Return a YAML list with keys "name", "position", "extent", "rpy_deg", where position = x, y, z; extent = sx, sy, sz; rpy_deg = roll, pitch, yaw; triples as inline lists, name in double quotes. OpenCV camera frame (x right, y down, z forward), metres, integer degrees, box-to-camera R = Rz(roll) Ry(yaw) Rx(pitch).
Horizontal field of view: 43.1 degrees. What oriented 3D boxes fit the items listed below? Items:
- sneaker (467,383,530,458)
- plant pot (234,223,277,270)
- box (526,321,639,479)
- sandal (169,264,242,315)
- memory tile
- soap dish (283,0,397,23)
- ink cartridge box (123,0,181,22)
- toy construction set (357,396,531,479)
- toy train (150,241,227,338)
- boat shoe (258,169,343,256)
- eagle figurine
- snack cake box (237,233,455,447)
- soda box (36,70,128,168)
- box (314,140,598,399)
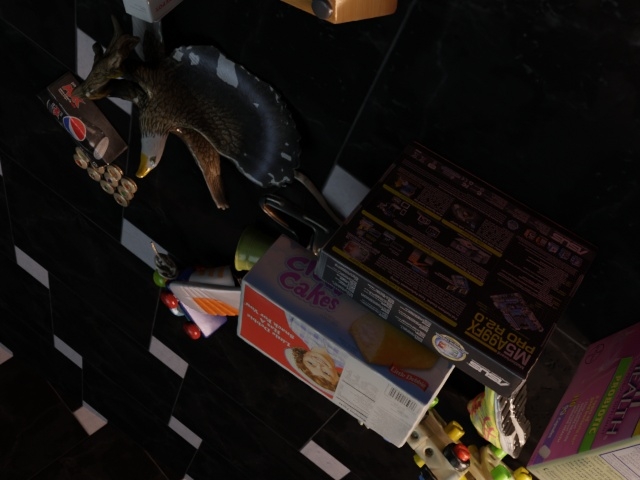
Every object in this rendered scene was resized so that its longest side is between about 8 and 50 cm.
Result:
- name: "sneaker"
  position: [0.273, 0.271, 1.293]
  extent: [0.094, 0.081, 0.208]
  rpy_deg: [20, 144, 34]
- name: "plant pot"
  position: [-0.093, 0.023, 1.386]
  extent: [0.079, 0.083, 0.083]
  rpy_deg: [17, 144, 13]
- name: "box"
  position: [0.390, 0.199, 0.944]
  extent: [0.117, 0.213, 0.243]
  rpy_deg: [40, 149, -1]
- name: "sandal"
  position: [-0.155, 0.092, 1.547]
  extent: [0.265, 0.076, 0.102]
  rpy_deg: [3, 146, 16]
- name: "memory tile"
  position: [-0.427, -0.133, 1.599]
  extent: [0.148, 0.012, 0.113]
  rpy_deg: [44, 149, -5]
- name: "soap dish"
  position: [-0.053, -0.359, 0.804]
  extent: [0.291, 0.118, 0.229]
  rpy_deg: [29, 148, 20]
- name: "ink cartridge box"
  position: [-0.213, -0.351, 1.014]
  extent: [0.052, 0.088, 0.122]
  rpy_deg: [24, 146, 24]
- name: "toy construction set"
  position: [0.203, 0.346, 1.400]
  extent: [0.328, 0.151, 0.215]
  rpy_deg: [34, -168, 22]
- name: "toy train"
  position: [-0.302, 0.079, 1.665]
  extent: [0.143, 0.105, 0.248]
  rpy_deg: [18, 145, 54]
- name: "boat shoe"
  position: [0.000, 0.000, 1.247]
  extent: [0.233, 0.079, 0.084]
  rpy_deg: [48, 147, -15]
- name: "eagle figurine"
  position: [-0.196, -0.180, 1.168]
  extent: [0.298, 0.225, 0.226]
  rpy_deg: [22, -157, -29]
- name: "snack cake box"
  position: [0.026, 0.127, 1.010]
  extent: [0.264, 0.089, 0.152]
  rpy_deg: [33, 150, 12]
- name: "soda box"
  position: [-0.424, -0.213, 1.447]
  extent: [0.053, 0.060, 0.169]
  rpy_deg: [-7, 126, 50]
- name: "box"
  position: [0.163, 0.025, 0.966]
  extent: [0.270, 0.216, 0.060]
  rpy_deg: [32, 149, 12]
